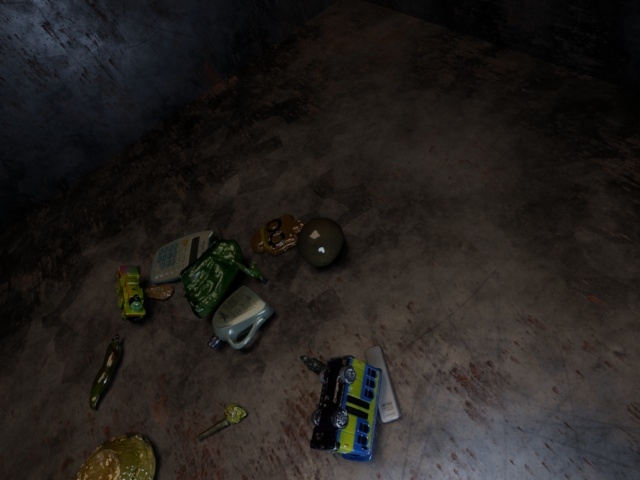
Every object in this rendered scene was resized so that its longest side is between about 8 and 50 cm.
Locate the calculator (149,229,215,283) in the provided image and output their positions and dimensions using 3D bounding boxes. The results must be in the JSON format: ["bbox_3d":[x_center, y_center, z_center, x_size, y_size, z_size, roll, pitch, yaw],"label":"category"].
[{"bbox_3d":[-0.699,0.088,2.069,0.387,0.054,0.256,-16,51,13],"label":"calculator"}]

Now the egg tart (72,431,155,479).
[{"bbox_3d":[-0.763,0.857,1.483,0.342,0.132,0.341,-11,52,14],"label":"egg tart"}]

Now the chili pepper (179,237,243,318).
[{"bbox_3d":[-0.484,0.164,1.840,0.213,0.167,0.384,14,54,18],"label":"chili pepper"}]

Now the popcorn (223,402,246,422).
[{"bbox_3d":[-0.314,0.628,1.506,0.083,0.059,0.068,-4,54,10],"label":"popcorn"}]

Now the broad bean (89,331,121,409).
[{"bbox_3d":[-0.940,0.566,1.816,0.077,0.061,0.338,-11,51,25],"label":"broad bean"}]

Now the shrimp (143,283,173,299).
[{"bbox_3d":[-0.796,0.249,2.004,0.184,0.043,0.091,-3,48,14],"label":"shrimp"}]

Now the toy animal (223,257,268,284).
[{"bbox_3d":[-0.324,0.114,1.822,0.041,0.217,0.075,-41,21,37],"label":"toy animal"}]

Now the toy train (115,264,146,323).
[{"bbox_3d":[-0.906,0.255,1.964,0.296,0.101,0.160,52,128,40],"label":"toy train"}]

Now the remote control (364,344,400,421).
[{"bbox_3d":[0.209,0.484,1.410,0.067,0.029,0.260,-21,48,9],"label":"remote control"}]

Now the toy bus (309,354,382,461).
[{"bbox_3d":[0.084,0.531,1.318,0.138,0.175,0.287,-26,41,47],"label":"toy bus"}]

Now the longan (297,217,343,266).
[{"bbox_3d":[0.000,0.000,1.746,0.197,0.196,0.220,19,62,33],"label":"longan"}]

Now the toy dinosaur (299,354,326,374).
[{"bbox_3d":[-0.014,0.458,1.505,0.154,0.055,0.049,17,60,34],"label":"toy dinosaur"}]

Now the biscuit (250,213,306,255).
[{"bbox_3d":[-0.198,-0.028,1.947,0.291,0.041,0.208,-22,51,8],"label":"biscuit"}]

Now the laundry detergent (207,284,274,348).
[{"bbox_3d":[-0.346,0.339,1.699,0.215,0.105,0.280,29,69,34],"label":"laundry detergent"}]

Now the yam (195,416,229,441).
[{"bbox_3d":[-0.399,0.693,1.513,0.130,0.027,0.033,-28,89,-1],"label":"yam"}]
